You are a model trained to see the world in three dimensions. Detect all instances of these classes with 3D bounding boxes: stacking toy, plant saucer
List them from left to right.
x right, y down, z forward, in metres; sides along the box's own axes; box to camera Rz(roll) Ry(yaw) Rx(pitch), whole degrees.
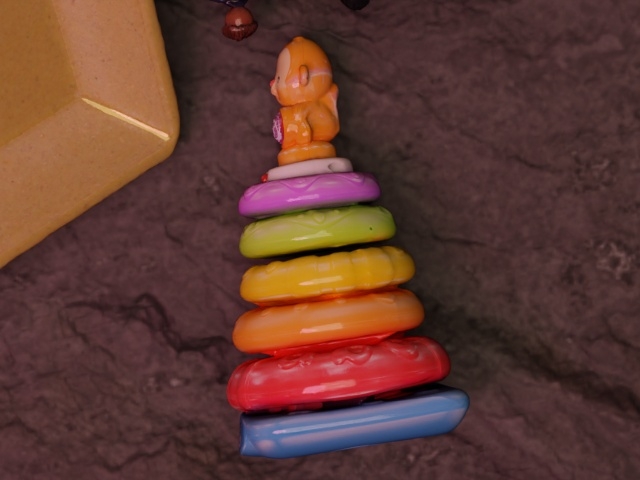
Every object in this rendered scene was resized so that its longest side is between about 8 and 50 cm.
[{"bbox_3d":[-0.262,-0.121,0.966,0.332,0.081,0.333,-37,139,-28],"label":"plant saucer"},{"bbox_3d":[0.000,0.000,1.110,0.165,0.175,0.302,-8,88,-4],"label":"stacking toy"}]

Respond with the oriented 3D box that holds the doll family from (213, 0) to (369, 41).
[{"bbox_3d":[-0.011,-0.210,1.105,0.193,0.076,0.111,-8,104,4],"label":"doll family"}]
